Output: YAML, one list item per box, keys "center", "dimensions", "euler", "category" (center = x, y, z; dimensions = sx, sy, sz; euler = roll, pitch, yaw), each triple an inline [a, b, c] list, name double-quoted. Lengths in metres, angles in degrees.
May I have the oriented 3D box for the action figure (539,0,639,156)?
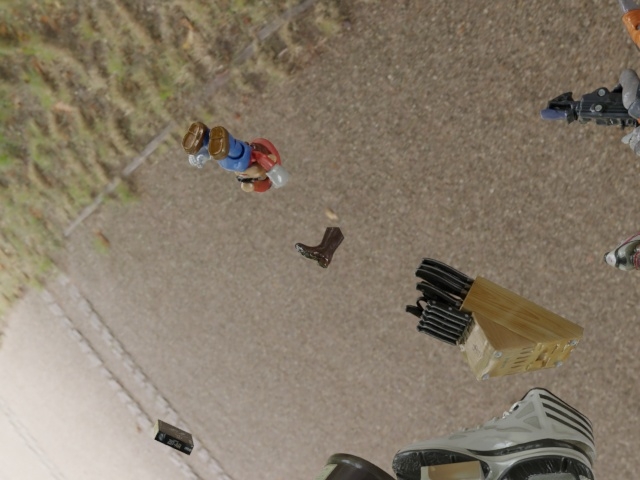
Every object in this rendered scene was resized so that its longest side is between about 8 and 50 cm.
- center: [0.516, -0.280, 1.249]
  dimensions: [0.341, 0.331, 0.178]
  euler: [-1, 165, 28]
  category: "action figure"

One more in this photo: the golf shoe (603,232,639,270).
- center: [0.612, 0.012, 1.493]
  dimensions: [0.085, 0.186, 0.068]
  euler: [4, 104, 42]
  category: "golf shoe"

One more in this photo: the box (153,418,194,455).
- center: [-0.250, 0.334, 1.322]
  dimensions: [0.067, 0.018, 0.083]
  euler: [28, 174, -11]
  category: "box"

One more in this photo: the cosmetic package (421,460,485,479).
- center: [0.255, 0.460, 1.488]
  dimensions: [0.115, 0.041, 0.060]
  euler: [-10, 127, 15]
  category: "cosmetic package"

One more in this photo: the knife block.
- center: [0.303, 0.127, 1.419]
  dimensions: [0.088, 0.275, 0.242]
  euler: [107, 149, -43]
  category: "knife block"

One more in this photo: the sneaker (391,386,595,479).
- center: [0.397, 0.466, 1.752]
  dimensions: [0.447, 0.257, 0.169]
  euler: [-9, 111, 28]
  category: "sneaker"

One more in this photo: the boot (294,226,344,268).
- center: [0.000, 0.000, 1.983]
  dimensions: [0.106, 0.114, 0.037]
  euler: [36, 153, -13]
  category: "boot"

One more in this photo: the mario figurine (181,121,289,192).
- center: [-0.211, -0.187, 1.986]
  dimensions: [0.170, 0.320, 0.198]
  euler: [-43, 63, 15]
  category: "mario figurine"

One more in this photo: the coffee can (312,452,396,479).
- center: [0.006, 0.471, 1.090]
  dimensions: [0.201, 0.275, 0.202]
  euler: [28, 142, 25]
  category: "coffee can"
